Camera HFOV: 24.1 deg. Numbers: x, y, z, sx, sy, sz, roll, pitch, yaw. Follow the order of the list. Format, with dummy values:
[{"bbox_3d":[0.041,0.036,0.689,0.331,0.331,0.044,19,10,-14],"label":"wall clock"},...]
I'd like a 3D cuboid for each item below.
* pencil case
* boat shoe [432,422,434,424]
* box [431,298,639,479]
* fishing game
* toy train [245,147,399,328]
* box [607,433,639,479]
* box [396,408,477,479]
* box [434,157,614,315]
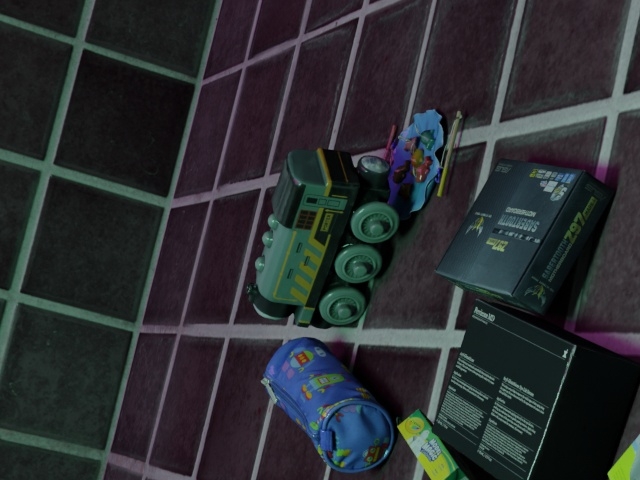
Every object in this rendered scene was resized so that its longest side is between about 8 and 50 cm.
[{"bbox_3d":[0.004,0.248,2.309,0.306,0.133,0.119,-141,44,-65],"label":"pencil case"},{"bbox_3d":[0.147,0.272,2.091,0.100,0.035,0.035,-4,68,60],"label":"boat shoe"},{"bbox_3d":[0.252,0.191,1.803,0.261,0.103,0.184,-152,78,-68],"label":"box"},{"bbox_3d":[0.139,-0.121,2.380,0.264,0.041,0.189,8,82,69],"label":"fishing game"},{"bbox_3d":[0.000,0.000,2.385,0.142,0.190,0.334,-102,26,-50],"label":"toy train"},{"bbox_3d":[0.375,0.230,1.563,0.178,0.042,0.109,-60,26,32],"label":"box"},{"bbox_3d":[0.162,0.291,1.945,0.043,0.105,0.179,-41,27,0],"label":"box"},{"bbox_3d":[0.257,-0.009,1.937,0.183,0.059,0.232,-60,20,-4],"label":"box"}]
